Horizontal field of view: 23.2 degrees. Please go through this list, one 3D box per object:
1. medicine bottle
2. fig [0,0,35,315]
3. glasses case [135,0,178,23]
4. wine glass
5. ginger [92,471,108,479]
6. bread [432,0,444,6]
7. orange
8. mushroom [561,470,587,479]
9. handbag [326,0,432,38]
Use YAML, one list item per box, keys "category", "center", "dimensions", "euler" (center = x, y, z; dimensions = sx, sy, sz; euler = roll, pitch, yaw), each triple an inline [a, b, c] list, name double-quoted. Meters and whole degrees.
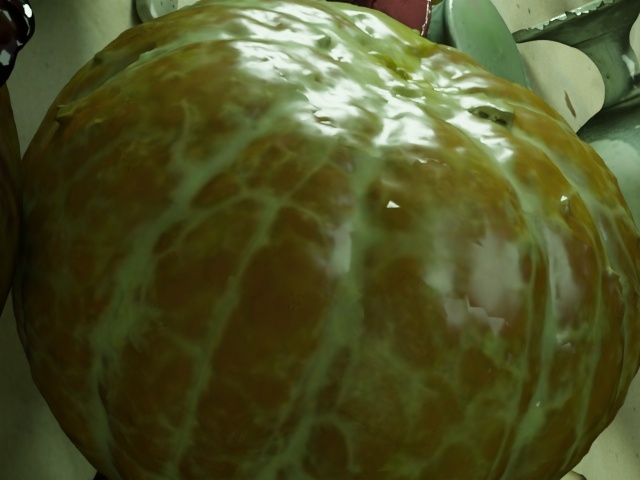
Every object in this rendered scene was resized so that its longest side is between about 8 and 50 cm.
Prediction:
- category: "medicine bottle"
  center: [0.094, -0.131, 1.339]
  dimensions: [0.147, 0.143, 0.147]
  euler: [38, 41, -42]
- category: "fig"
  center: [-0.227, -0.026, 0.648]
  dimensions: [0.235, 0.214, 0.235]
  euler: [-4, 96, -47]
- category: "glasses case"
  center: [-0.118, -0.185, 1.130]
  dimensions: [0.032, 0.021, 0.083]
  euler: [37, 41, -42]
- category: "wine glass"
  center: [0.346, -0.110, 1.686]
  dimensions: [0.238, 0.238, 0.323]
  euler: [-25, 96, -62]
- category: "ginger"
  center: [-0.058, 0.263, 0.803]
  dimensions: [0.274, 0.152, 0.357]
  euler: [23, 48, -28]
- category: "bread"
  center: [0.079, -0.227, 1.411]
  dimensions: [0.189, 0.114, 0.077]
  euler: [49, 50, -41]
- category: "orange"
  center: [0.003, 0.018, 0.796]
  dimensions: [0.329, 0.249, 0.329]
  euler: [17, 32, -11]
- category: "mushroom"
  center: [0.071, 0.233, 1.088]
  dimensions: [0.236, 0.162, 0.173]
  euler: [-16, 130, -66]
- category: "handbag"
  center: [0.005, -0.208, 1.235]
  dimensions: [0.135, 0.146, 0.225]
  euler: [56, 29, -33]
